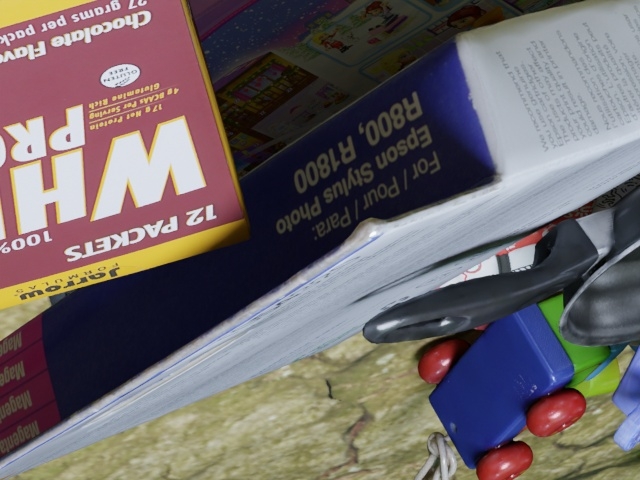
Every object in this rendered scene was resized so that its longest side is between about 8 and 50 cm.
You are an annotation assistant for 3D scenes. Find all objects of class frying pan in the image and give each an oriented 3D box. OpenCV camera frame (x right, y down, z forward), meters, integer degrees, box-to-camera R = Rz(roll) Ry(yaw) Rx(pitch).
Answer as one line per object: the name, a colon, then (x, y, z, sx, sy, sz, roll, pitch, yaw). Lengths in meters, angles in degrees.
frying pan: (0.149, 0.014, 0.939, 0.326, 0.053, 0.197, -17, 158, -16)

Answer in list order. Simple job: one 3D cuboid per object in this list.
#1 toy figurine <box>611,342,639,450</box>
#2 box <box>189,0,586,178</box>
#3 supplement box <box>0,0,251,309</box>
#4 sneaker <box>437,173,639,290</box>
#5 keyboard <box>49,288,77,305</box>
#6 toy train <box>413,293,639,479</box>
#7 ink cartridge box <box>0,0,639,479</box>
toy figurine: (0.281, 0.071, 1.132, 0.217, 0.191, 0.362, -30, 159, -19)
box: (-0.012, -0.089, 0.851, 0.293, 0.057, 0.201, -29, 154, 25)
supplement box: (-0.116, -0.103, 0.596, 0.129, 0.194, 0.191, -16, 155, -2)
sneaker: (0.109, -0.032, 1.002, 0.145, 0.090, 0.270, -13, 158, -19)
keyboard: (-0.103, 0.056, 1.141, 0.108, 0.023, 0.180, -14, 156, -6)
toy train: (0.149, 0.107, 1.325, 0.143, 0.105, 0.248, -19, 159, -28)
ink cartridge box: (0.000, 0.000, 0.797, 0.324, 0.071, 0.330, -32, 171, 39)
